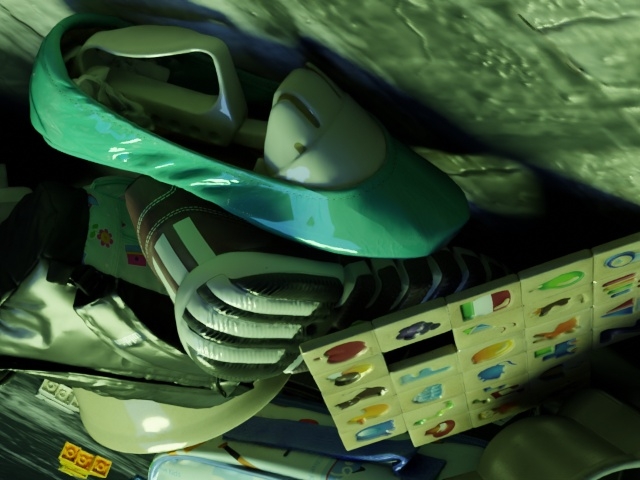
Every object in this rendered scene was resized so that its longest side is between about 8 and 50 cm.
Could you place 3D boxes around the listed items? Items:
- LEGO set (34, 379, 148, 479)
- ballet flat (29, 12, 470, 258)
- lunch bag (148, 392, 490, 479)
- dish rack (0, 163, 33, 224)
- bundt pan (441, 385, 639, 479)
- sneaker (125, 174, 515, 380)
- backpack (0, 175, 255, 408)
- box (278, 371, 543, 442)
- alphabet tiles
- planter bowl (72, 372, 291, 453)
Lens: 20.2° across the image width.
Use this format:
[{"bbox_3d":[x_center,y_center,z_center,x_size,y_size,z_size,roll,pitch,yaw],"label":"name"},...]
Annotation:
[{"bbox_3d":[-0.237,0.239,1.998,0.227,0.087,0.093,31,160,-19],"label":"LEGO set"},{"bbox_3d":[-0.040,-0.059,0.929,0.247,0.083,0.087,18,141,10],"label":"ballet flat"},{"bbox_3d":[0.029,0.227,1.306,0.303,0.115,0.243,8,125,29],"label":"lunch bag"},{"bbox_3d":[-0.343,-0.002,1.231,0.333,0.072,0.285,-6,-179,-17],"label":"dish rack"},{"bbox_3d":[0.179,0.231,1.143,0.331,0.331,0.124,37,-176,-36],"label":"bundt pan"},{"bbox_3d":[0.000,0.000,1.050,0.281,0.106,0.162,12,-147,-50],"label":"sneaker"},{"bbox_3d":[-0.111,0.033,1.092,0.182,0.115,0.152,17,149,-27],"label":"backpack"},{"bbox_3d":[0.064,0.146,1.406,0.216,0.060,0.270,18,161,13],"label":"box"},{"bbox_3d":[0.099,0.067,1.029,0.198,0.009,0.237,-19,158,1],"label":"alphabet tiles"},{"bbox_3d":[-0.109,0.054,1.239,0.162,0.162,0.109,8,131,39],"label":"planter bowl"}]
